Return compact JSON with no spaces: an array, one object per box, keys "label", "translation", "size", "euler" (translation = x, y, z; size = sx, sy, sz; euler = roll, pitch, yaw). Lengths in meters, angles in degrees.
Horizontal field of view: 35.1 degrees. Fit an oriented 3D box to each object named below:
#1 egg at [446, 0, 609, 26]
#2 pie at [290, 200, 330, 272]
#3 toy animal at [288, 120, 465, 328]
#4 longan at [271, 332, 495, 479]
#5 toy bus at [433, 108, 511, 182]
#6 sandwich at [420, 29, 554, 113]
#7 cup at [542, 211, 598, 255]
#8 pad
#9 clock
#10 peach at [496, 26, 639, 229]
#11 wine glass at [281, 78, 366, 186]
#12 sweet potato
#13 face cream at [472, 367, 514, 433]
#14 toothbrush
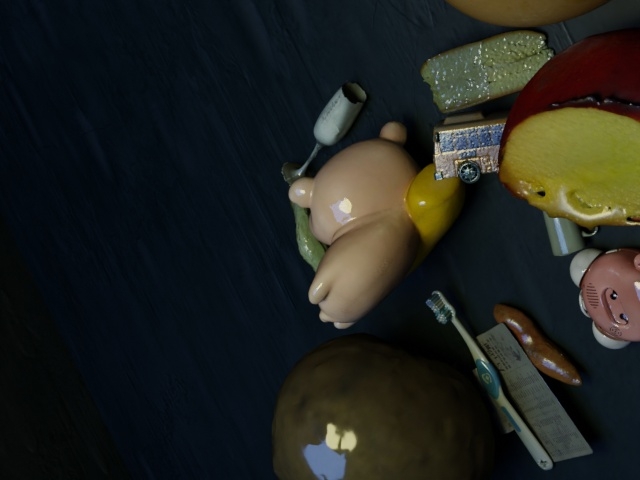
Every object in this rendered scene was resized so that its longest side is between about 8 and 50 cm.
[{"label":"egg","translation":[0.274,-0.424,1.288],"size":[0.373,0.301,0.301],"euler":[-20,96,51]},{"label":"pie","translation":[0.000,0.000,1.908],"size":[0.054,0.240,0.241],"euler":[-30,87,9]},{"label":"toy animal","translation":[0.066,-0.029,1.738],"size":[0.247,0.345,0.277],"euler":[41,168,9]},{"label":"longan","translation":[0.113,0.359,1.829],"size":[0.404,0.404,0.436],"euler":[39,158,26]},{"label":"toy bus","translation":[0.262,-0.152,1.567],"size":[0.182,0.091,0.103],"euler":[-6,106,19]},{"label":"sandwich","translation":[0.241,-0.260,1.585],"size":[0.258,0.096,0.094],"euler":[-12,96,47]},{"label":"cup","translation":[0.387,-0.024,1.584],"size":[0.074,0.054,0.083],"euler":[-9,102,50]},{"label":"pad","translation":[0.362,0.270,1.770],"size":[0.265,0.009,0.159],"euler":[56,159,8]},{"label":"clock","translation":[0.460,0.086,1.540],"size":[0.162,0.092,0.166],"euler":[-16,100,53]},{"label":"peach","translation":[0.404,-0.159,1.384],"size":[0.257,0.201,0.361],"euler":[43,150,-18]},{"label":"wine glass","translation":[0.009,-0.197,1.886],"size":[0.074,0.074,0.262],"euler":[51,137,13]},{"label":"sweet potato","translation":[0.365,0.179,1.722],"size":[0.202,0.055,0.058],"euler":[45,102,23]},{"label":"face cream","translation":[0.315,0.289,1.852],"size":[0.034,0.034,0.130],"euler":[-28,90,50]},{"label":"toothbrush","translation":[0.309,0.251,1.818],"size":[0.386,0.040,0.040],"euler":[55,141,-5]}]
